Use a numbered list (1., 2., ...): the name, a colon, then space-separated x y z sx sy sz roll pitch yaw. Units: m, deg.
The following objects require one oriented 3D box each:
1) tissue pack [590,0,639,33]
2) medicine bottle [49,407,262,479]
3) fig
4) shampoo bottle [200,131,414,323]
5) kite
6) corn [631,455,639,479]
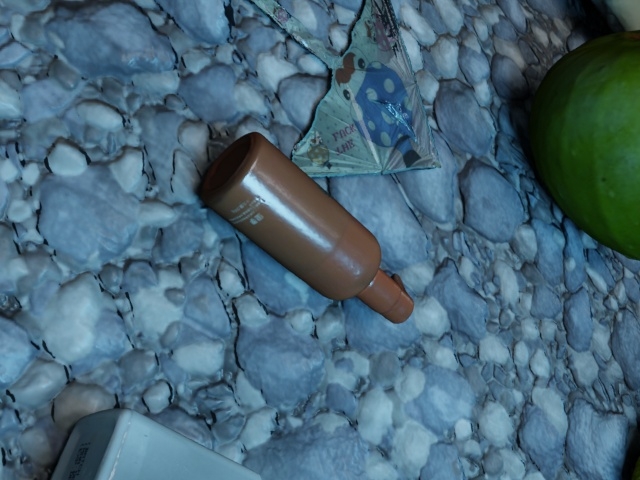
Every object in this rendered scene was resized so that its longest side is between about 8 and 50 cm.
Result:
1. tissue pack: 0.509 -0.508 1.390 0.390 0.195 0.376 46 62 -21
2. medicine bottle: -0.105 0.219 0.613 0.188 0.088 0.132 36 54 -28
3. fig: 0.426 -0.114 1.105 0.316 0.316 0.316 17 64 -38
4. shampoo bottle: 0.000 0.001 0.797 0.244 0.085 0.085 39 52 -29
5. kite: 0.034 -0.181 0.943 0.314 0.011 0.335 39 51 -25
6. corn: 0.514 0.262 1.146 0.131 0.131 0.344 55 47 -13
